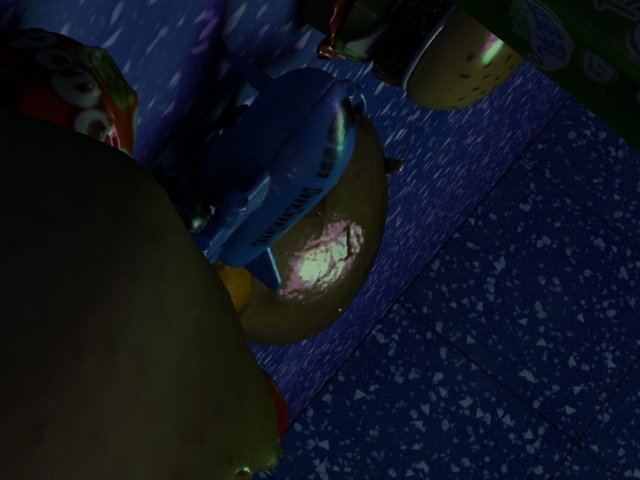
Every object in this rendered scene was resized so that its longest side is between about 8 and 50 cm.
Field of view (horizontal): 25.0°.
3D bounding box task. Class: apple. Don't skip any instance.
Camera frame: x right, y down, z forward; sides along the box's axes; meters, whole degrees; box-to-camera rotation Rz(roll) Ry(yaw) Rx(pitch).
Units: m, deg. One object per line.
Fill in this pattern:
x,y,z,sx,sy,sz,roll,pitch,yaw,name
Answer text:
-0.147,0.090,0.423,0.279,0.279,0.279,-50,172,-10,apple

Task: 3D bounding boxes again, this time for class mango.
-0.103,0.057,1.171,0.101,0.066,0.187,-46,177,-29,mango

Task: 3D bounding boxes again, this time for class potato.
0.000,0.000,1.337,0.239,0.116,0.299,-60,171,22,potato

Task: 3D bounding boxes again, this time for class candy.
-0.165,0.013,0.660,0.288,0.078,0.084,-48,179,42,candy

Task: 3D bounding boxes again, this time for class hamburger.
0.082,-0.162,0.961,0.175,0.137,0.175,-47,171,-10,hamburger

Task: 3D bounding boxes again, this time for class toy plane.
-0.039,-0.042,0.928,0.254,0.105,0.271,-48,170,-28,toy plane

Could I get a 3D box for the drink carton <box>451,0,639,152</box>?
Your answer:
0.150,-0.180,0.776,0.161,0.271,0.108,-48,171,-7,drink carton

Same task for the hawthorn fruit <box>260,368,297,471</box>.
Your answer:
-0.089,0.204,1.694,0.125,0.140,0.125,5,90,-73,hawthorn fruit
